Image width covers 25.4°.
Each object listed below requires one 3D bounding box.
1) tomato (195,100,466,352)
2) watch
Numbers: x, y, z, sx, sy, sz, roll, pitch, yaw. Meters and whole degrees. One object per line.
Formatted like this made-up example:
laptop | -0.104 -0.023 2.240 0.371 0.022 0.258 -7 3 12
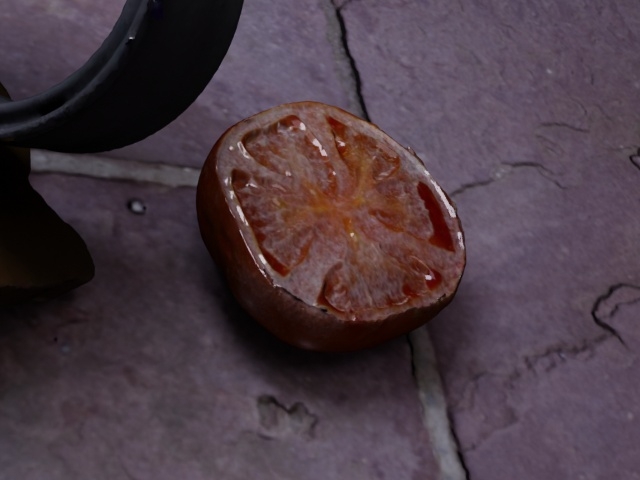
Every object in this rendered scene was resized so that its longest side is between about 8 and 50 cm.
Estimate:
tomato | 0.000 0.000 1.162 0.237 0.095 0.236 18 46 -19
watch | -0.205 -0.163 0.983 0.335 0.327 0.314 55 17 11
